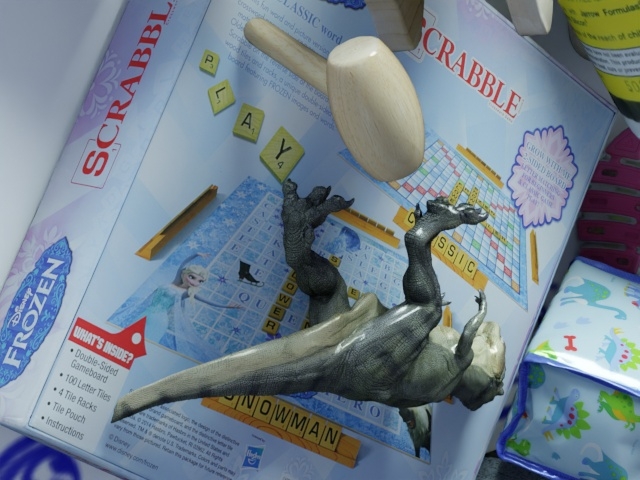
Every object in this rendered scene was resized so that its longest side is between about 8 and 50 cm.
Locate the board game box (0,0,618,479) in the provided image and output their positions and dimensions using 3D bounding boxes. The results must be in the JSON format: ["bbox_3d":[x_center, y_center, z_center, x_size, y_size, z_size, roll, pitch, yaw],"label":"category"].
[{"bbox_3d":[0.000,0.000,1.052,0.318,0.066,0.318,33,75,-43],"label":"board game box"}]

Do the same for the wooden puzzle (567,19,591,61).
[{"bbox_3d":[0.240,-0.243,1.251,0.238,0.044,0.221,-22,113,-39],"label":"wooden puzzle"}]

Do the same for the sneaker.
[{"bbox_3d":[0.207,0.008,1.258,0.074,0.063,0.170,-4,103,-47],"label":"sneaker"}]

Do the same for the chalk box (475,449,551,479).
[{"bbox_3d":[0.221,0.211,1.228,0.289,0.180,0.179,-13,107,-40],"label":"chalk box"}]

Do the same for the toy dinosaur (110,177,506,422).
[{"bbox_3d":[0.021,0.034,0.992,0.268,0.064,0.118,1,104,-41],"label":"toy dinosaur"}]

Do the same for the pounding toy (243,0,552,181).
[{"bbox_3d":[0.023,-0.168,0.896,0.269,0.154,0.154,-79,158,-46],"label":"pounding toy"}]

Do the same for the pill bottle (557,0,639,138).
[{"bbox_3d":[0.183,-0.229,1.080,0.188,0.188,0.334,-45,114,-28],"label":"pill bottle"}]

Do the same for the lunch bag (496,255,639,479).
[{"bbox_3d":[0.194,0.087,1.138,0.129,0.151,0.096,-53,160,-55],"label":"lunch bag"}]
